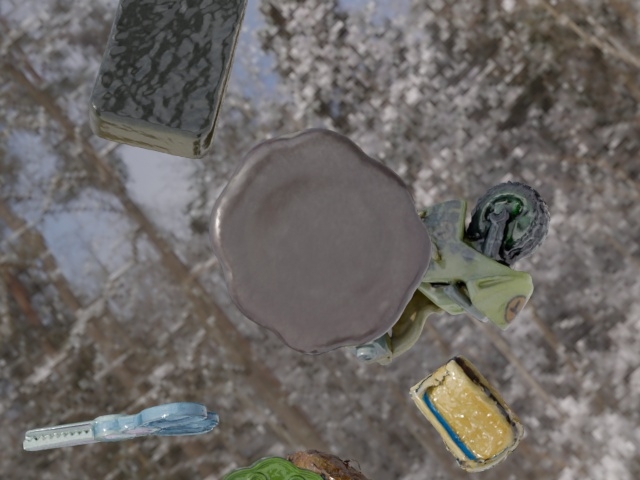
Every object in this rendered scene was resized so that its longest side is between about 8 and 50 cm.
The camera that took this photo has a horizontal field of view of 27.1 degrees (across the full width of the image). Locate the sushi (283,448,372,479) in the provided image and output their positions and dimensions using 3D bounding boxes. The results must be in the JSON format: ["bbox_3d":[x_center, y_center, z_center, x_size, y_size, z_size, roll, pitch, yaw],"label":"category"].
[{"bbox_3d":[0.031,0.446,2.136,0.179,0.296,0.167,-64,-19,5],"label":"sushi"}]

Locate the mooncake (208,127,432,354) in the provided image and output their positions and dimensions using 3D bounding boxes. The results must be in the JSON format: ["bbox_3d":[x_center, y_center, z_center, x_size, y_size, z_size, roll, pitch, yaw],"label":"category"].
[{"bbox_3d":[0.000,0.000,1.804,0.306,0.306,0.154,-42,-1,2],"label":"mooncake"}]

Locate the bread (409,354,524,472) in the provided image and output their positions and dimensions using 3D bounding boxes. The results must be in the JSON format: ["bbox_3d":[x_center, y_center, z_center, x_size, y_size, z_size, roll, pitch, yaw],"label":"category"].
[{"bbox_3d":[0.141,0.167,1.265,0.072,0.106,0.053,-36,-16,-2],"label":"bread"}]

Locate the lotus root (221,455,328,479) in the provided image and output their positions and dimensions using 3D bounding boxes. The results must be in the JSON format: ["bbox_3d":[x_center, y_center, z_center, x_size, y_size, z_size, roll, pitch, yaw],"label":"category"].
[{"bbox_3d":[-0.072,0.381,1.811,0.186,0.186,0.186,-35,-22,-16],"label":"lotus root"}]

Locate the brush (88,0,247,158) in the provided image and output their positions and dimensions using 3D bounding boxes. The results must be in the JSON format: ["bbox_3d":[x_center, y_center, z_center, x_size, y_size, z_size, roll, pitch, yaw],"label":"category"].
[{"bbox_3d":[-0.146,-0.186,1.296,0.059,0.123,0.197,117,166,-72],"label":"brush"}]

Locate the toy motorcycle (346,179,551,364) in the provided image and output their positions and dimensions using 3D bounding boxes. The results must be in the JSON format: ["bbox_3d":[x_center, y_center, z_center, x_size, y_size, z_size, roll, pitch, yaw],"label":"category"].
[{"bbox_3d":[0.174,0.059,2.095,0.410,0.237,0.169,-19,-35,27],"label":"toy motorcycle"}]

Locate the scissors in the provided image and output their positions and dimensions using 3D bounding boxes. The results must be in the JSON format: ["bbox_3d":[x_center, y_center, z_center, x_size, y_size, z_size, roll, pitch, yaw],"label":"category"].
[{"bbox_3d":[-0.262,0.243,1.721,0.256,0.030,0.125,-9,-19,10],"label":"scissors"}]
